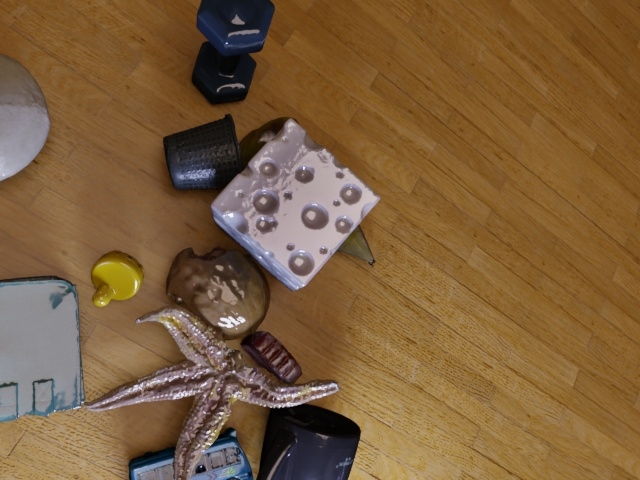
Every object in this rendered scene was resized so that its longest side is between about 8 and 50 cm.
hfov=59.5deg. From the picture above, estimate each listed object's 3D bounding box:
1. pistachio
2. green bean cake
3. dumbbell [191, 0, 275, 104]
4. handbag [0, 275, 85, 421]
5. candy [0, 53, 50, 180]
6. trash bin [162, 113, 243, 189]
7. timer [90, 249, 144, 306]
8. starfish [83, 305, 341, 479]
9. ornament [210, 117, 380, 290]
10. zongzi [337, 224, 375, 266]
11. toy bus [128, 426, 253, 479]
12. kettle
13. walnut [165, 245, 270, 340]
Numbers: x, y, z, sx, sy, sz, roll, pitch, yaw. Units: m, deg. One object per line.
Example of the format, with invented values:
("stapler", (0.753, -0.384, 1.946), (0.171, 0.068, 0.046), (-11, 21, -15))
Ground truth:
("pistachio", (-0.113, -0.228, 1.354), (0.189, 0.100, 0.110), (-32, 92, -24))
("green bean cake", (-0.110, 0.264, 1.270), (0.056, 0.135, 0.135), (-43, 98, -22))
("dumbbell", (-0.200, -0.423, 1.227), (0.156, 0.316, 0.144), (-13, 83, -17))
("handbag", (-0.614, 0.214, 1.097), (0.268, 0.100, 0.274), (-6, 86, -27))
("candy", (-0.680, -0.241, 1.080), (0.295, 0.185, 0.295), (4, 78, -17))
("trash bin", (-0.264, -0.184, 1.262), (0.161, 0.175, 0.175), (-13, 88, -13))
("timer", (-0.431, 0.080, 1.178), (0.107, 0.109, 0.107), (1, 118, 3))
("starfish", (-0.232, 0.299, 1.127), (0.398, 0.132, 0.384), (46, 79, -11))
("ornament", (-0.059, -0.062, 1.175), (0.240, 0.239, 0.240), (41, 78, -1))
("zongzi", (0.000, 0.000, 1.378), (0.228, 0.115, 0.256), (-31, 107, -16))
("toy bus", (-0.275, 0.494, 1.186), (0.246, 0.113, 0.134), (-9, 81, -21))
("kettle", (-0.062, 0.521, 1.209), (0.268, 0.207, 0.290), (19, 86, -56))
("walnut", (-0.209, 0.105, 1.226), (0.238, 0.141, 0.204), (7, 54, -24))
